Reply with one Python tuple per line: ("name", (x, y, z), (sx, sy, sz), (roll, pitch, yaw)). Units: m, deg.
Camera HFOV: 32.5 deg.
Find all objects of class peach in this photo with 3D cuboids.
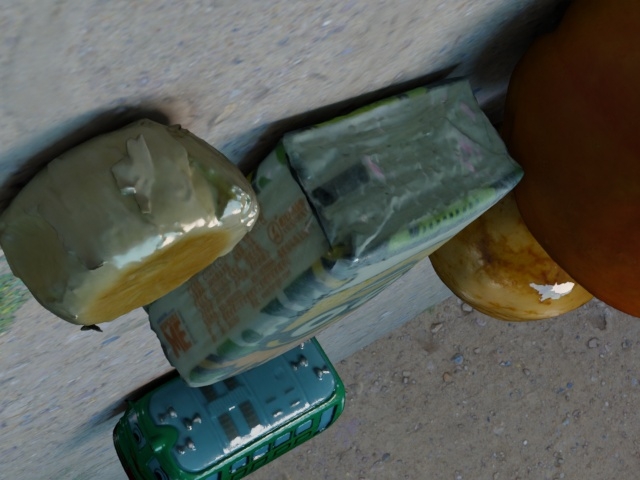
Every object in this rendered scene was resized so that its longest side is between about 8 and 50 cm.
("peach", (0.341, -0.090, 0.973), (0.343, 0.301, 0.342), (-31, 162, -12))

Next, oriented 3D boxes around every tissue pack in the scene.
("tissue pack", (0.000, 0.000, 0.981), (0.228, 0.128, 0.311), (-23, 168, -39))

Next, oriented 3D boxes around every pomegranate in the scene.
("pomegranate", (0.221, -0.025, 1.227), (0.248, 0.248, 0.248), (-30, 170, -6))

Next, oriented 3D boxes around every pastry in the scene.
("pastry", (-0.119, -0.010, 0.690), (0.166, 0.088, 0.166), (-30, 171, -5))

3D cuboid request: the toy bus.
("toy bus", (-0.132, 0.261, 1.671), (0.344, 0.183, 0.199), (-28, 166, -24))
